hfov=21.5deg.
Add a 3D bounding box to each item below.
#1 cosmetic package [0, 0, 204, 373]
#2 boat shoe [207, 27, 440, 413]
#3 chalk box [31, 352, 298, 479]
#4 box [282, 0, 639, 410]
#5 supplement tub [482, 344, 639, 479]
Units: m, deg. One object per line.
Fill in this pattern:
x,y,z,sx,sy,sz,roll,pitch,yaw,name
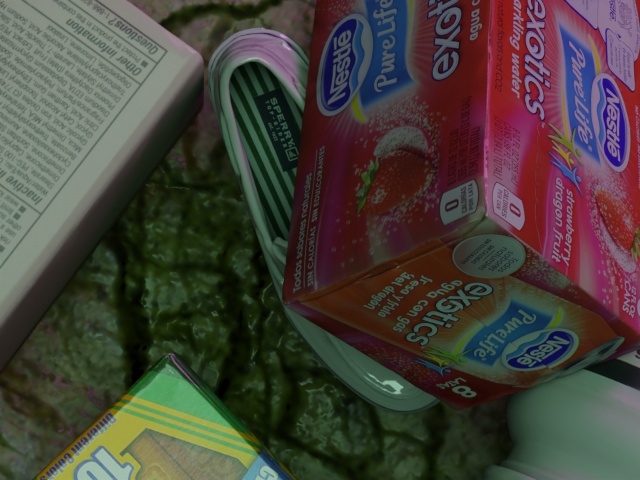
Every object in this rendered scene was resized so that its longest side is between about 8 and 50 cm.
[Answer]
-0.211,-0.007,0.871,0.160,0.113,0.309,37,81,3,cosmetic package
0.000,0.000,0.871,0.083,0.076,0.226,-29,101,10,boat shoe
-0.047,0.179,0.838,0.213,0.132,0.132,45,81,5,chalk box
0.076,-0.064,0.824,0.128,0.123,0.256,34,46,-35,box
0.214,0.061,0.843,0.191,0.191,0.272,31,80,2,supplement tub
